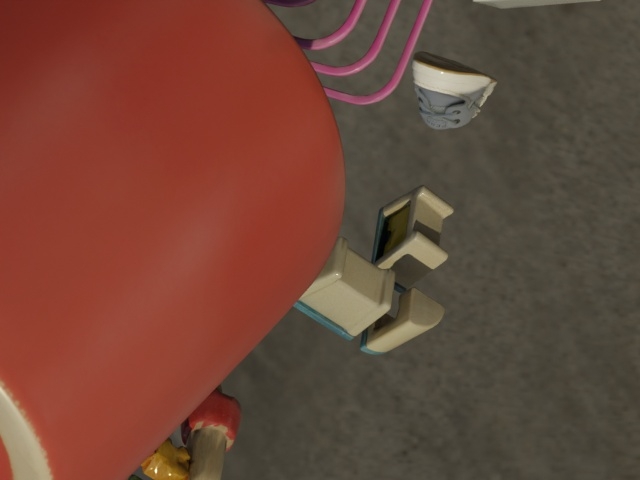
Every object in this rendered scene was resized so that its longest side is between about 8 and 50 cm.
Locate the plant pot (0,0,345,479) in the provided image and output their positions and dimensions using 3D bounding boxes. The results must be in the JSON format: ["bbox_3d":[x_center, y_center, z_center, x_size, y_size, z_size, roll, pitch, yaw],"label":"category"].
[{"bbox_3d":[-0.154,0.011,0.758,0.275,0.243,0.275,14,130,17],"label":"plant pot"}]

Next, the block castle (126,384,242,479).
[{"bbox_3d":[-0.352,0.298,2.134,0.453,0.303,0.213,-39,27,33],"label":"block castle"}]

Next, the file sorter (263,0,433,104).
[{"bbox_3d":[-0.029,-0.237,1.093,0.182,0.290,0.202,18,83,19],"label":"file sorter"}]

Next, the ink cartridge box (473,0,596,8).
[{"bbox_3d":[0.235,-0.345,1.705,0.127,0.072,0.175,1,91,32],"label":"ink cartridge box"}]

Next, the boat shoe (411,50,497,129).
[{"bbox_3d":[0.176,-0.194,2.140,0.098,0.277,0.096,25,98,17],"label":"boat shoe"}]

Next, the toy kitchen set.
[{"bbox_3d":[0.000,0.000,1.407,0.122,0.207,0.166,-32,35,39],"label":"toy kitchen set"}]
